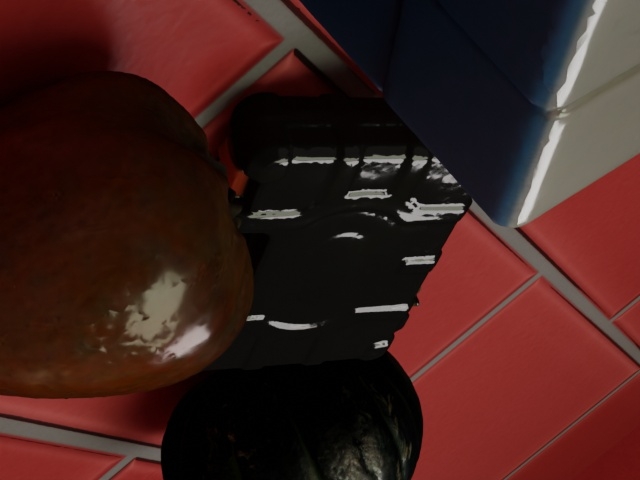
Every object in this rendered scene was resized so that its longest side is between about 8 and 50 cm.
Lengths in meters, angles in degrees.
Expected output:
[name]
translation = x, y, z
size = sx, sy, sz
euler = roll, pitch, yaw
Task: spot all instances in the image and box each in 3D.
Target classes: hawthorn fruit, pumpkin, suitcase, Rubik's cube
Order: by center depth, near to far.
[Rubik's cube]
translation = 0.123, -0.238, 0.651
size = 0.291, 0.292, 0.290
euler = -29, 155, -20
[hawthorn fruit]
translation = -0.167, 0.008, 0.859
size = 0.251, 0.199, 0.199
euler = -15, 153, -10
[suitcase]
translation = 0.000, 0.000, 1.144
size = 0.206, 0.066, 0.285
euler = -2, 143, -24
[pumpkin]
translation = -0.029, 0.173, 1.354
size = 0.249, 0.216, 0.250
euler = -18, -176, 1

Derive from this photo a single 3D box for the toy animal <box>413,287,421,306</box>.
[toy animal]
translation = 0.064, 0.014, 1.338
size = 0.086, 0.069, 0.220
euler = -19, 155, 14
